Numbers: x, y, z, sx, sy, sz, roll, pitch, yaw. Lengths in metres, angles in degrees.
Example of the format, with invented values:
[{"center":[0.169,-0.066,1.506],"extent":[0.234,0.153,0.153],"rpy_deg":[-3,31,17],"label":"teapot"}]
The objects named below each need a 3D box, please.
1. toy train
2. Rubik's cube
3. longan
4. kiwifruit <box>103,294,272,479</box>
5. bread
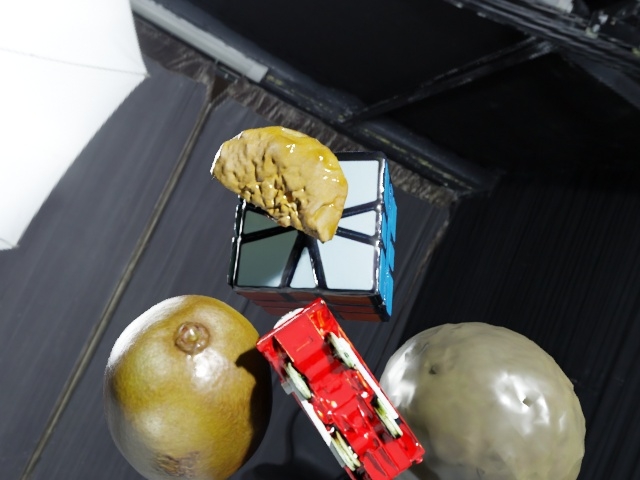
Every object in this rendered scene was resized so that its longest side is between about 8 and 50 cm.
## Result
[{"center":[0.018,0.161,0.618],"extent":[0.204,0.083,0.131],"rpy_deg":[57,-5,-7],"label":"toy train"},{"center":[0.000,0.000,1.176],"extent":[0.294,0.288,0.283],"rpy_deg":[0,-17,9],"label":"Rubik's cube"},{"center":[0.304,0.364,1.182],"extent":[0.404,0.403,0.435],"rpy_deg":[24,-37,6],"label":"longan"},{"center":[-0.147,0.169,0.660],"extent":[0.196,0.196,0.233],"rpy_deg":[24,-38,8],"label":"kiwifruit"},{"center":[-0.049,-0.107,0.940],"extent":[0.229,0.139,0.143],"rpy_deg":[30,9,5],"label":"bread"}]
